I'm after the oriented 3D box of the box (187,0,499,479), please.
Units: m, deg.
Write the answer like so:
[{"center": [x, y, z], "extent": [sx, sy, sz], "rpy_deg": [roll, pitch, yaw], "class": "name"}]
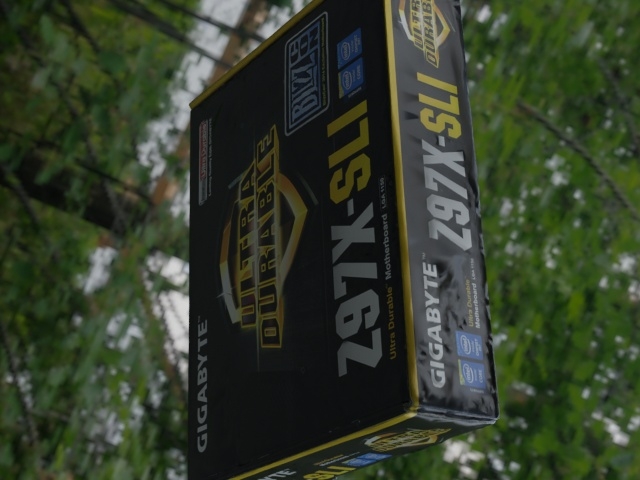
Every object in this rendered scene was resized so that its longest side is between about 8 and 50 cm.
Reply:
[{"center": [0.000, 0.000, 0.890], "extent": [0.257, 0.079, 0.321], "rpy_deg": [-28, -124, 47], "class": "box"}]
